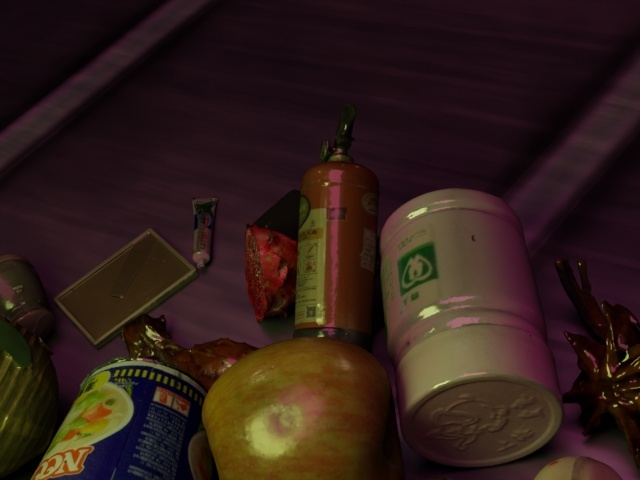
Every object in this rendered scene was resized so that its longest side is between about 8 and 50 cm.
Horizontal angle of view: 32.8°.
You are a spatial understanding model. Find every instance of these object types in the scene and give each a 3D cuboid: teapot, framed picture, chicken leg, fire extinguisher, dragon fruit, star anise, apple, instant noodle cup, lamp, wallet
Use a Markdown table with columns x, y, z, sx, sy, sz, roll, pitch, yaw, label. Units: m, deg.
| x | y | z | sx | sy | sz | roll | pitch | yaw | label |
| --- | --- | --- | --- | --- | --- | --- | --- | --- | --- |
| -0.499 | 0.110 | 1.728 | 0.148 | 0.116 | 0.146 | -32 | 57 | -19 | teapot |
| -0.318 | 0.075 | 1.770 | 0.203 | 0.015 | 0.150 | -38 | 48 | -18 | framed picture |
| -0.186 | 0.177 | 1.590 | 0.304 | 0.093 | 0.113 | 17 | 66 | 35 | chicken leg |
| 0.012 | 0.009 | 1.569 | 0.113 | 0.200 | 0.376 | 8 | 78 | -23 | fire extinguisher |
| -0.053 | 0.041 | 1.649 | 0.111 | 0.153 | 0.153 | -6 | 43 | -17 | dragon fruit |
| 0.401 | 0.141 | 1.392 | 0.237 | 0.148 | 0.346 | -58 | 44 | 21 | star anise |
| -0.025 | 0.250 | 1.349 | 0.264 | 0.264 | 0.264 | -9 | 46 | 9 | apple |
| -0.247 | 0.324 | 1.361 | 0.284 | 0.284 | 0.312 | -5 | 38 | 13 | instant noodle cup |
| -0.465 | 0.232 | 1.530 | 0.284 | 0.250 | 0.250 | 29 | 51 | -12 | lamp |
| 0.000 | 0.000 | 1.736 | 0.124 | 0.025 | 0.244 | -41 | 49 | -21 | wallet |

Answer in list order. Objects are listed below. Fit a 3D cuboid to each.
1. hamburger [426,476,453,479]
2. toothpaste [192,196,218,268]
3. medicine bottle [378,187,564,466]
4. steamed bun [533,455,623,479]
| x | y | z | sx | sy | sz | roll | pitch | yaw | label |
| --- | --- | --- | --- | --- | --- | --- | --- | --- | --- |
| 0.117 | 0.351 | 1.257 | 0.130 | 0.206 | 0.183 | 44 | 68 | -5 | hamburger |
| -0.195 | -0.016 | 1.810 | 0.045 | 0.028 | 0.170 | -3 | 43 | 0 | toothpaste |
| 0.191 | 0.110 | 1.444 | 0.212 | 0.212 | 0.325 | -11 | 46 | 7 | medicine bottle |
| 0.293 | 0.358 | 1.219 | 0.131 | 0.177 | 0.228 | -33 | 50 | 30 | steamed bun |
